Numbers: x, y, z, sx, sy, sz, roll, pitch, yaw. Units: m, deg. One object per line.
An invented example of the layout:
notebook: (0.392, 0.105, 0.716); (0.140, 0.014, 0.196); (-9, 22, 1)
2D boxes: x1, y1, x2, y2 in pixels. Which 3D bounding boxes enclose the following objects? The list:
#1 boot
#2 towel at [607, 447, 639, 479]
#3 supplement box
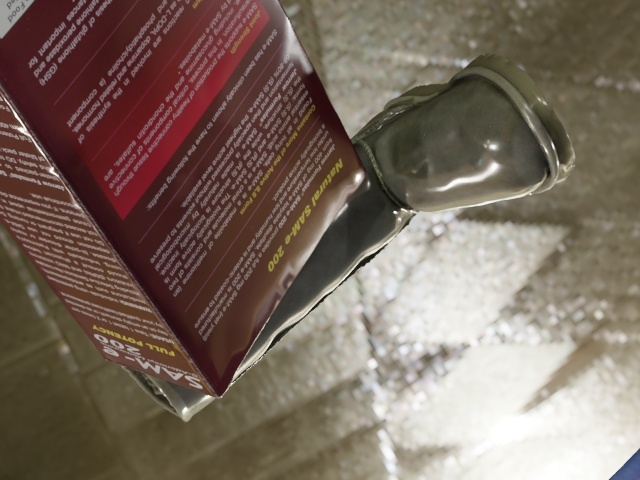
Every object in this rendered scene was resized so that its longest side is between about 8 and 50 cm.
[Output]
boot: (0.002, 0.002, 0.819); (0.208, 0.076, 0.189); (-33, -174, -17)
towel: (0.247, 0.235, 0.863); (0.243, 0.336, 0.040); (-36, 144, -32)
supplement box: (-0.077, -0.061, 0.681); (0.130, 0.073, 0.239); (-56, 140, -25)
